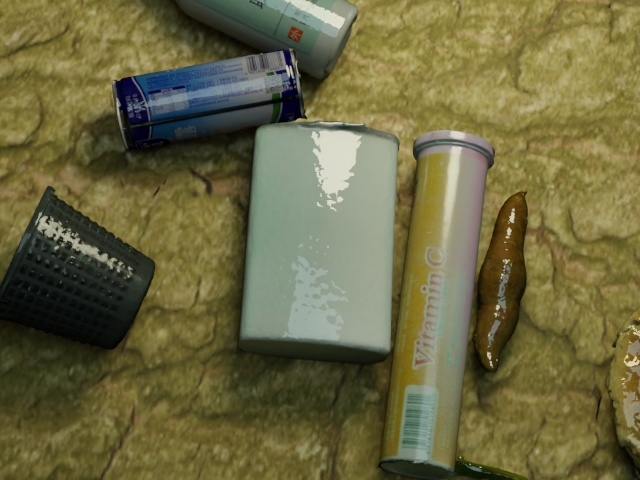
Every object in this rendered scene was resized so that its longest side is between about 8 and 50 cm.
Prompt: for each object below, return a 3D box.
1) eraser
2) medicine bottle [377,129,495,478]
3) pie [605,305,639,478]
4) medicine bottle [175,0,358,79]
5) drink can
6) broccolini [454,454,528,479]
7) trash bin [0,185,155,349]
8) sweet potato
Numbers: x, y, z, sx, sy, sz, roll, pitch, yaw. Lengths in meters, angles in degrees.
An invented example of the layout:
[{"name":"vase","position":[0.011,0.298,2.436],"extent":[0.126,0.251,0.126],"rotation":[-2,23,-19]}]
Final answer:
[{"name":"eraser","position":[0.000,0.000,1.644],"extent":[0.189,0.104,0.290],"rotation":[7,71,-9]},{"name":"medicine bottle","position":[0.140,0.077,1.634],"extent":[0.108,0.108,0.426],"rotation":[11,70,-4]},{"name":"pie","position":[0.520,0.198,1.666],"extent":[0.339,0.083,0.340],"rotation":[2,72,-5]},{"name":"medicine bottle","position":[-0.128,-0.334,1.737],"extent":[0.351,0.110,0.110],"rotation":[26,69,2]},{"name":"drink can","position":[-0.139,-0.179,1.673],"extent":[0.235,0.097,0.097],"rotation":[-11,73,-3]},{"name":"broccolini","position":[0.264,0.314,1.618],"extent":[0.254,0.071,0.058],"rotation":[16,111,4]},{"name":"trash bin","position":[-0.291,0.048,1.565],"extent":[0.161,0.175,0.175],"rotation":[27,69,-12]},{"name":"sweet potato","position":[0.235,0.044,1.686],"extent":[0.067,0.067,0.274],"rotation":[16,65,-2]}]
